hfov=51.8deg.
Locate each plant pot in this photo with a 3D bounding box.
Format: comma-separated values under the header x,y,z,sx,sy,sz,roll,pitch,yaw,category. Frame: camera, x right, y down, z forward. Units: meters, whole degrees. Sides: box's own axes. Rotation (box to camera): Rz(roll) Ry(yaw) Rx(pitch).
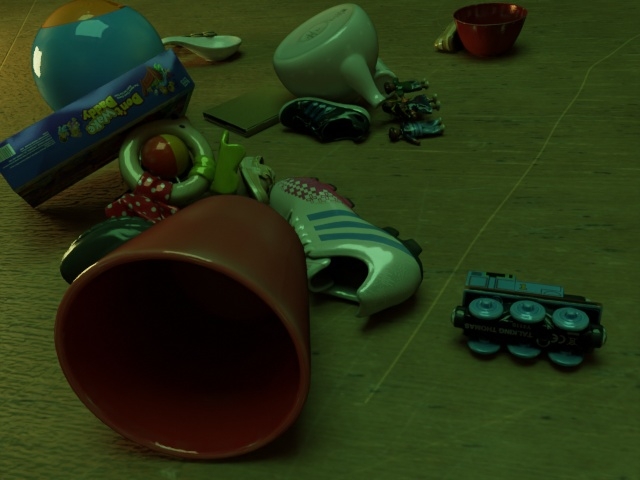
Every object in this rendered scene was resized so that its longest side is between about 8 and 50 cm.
x,y,z,sx,sy,sz,roll,pitch,yaw,category
-0.130,0.078,0.790,0.275,0.274,0.243,-1,25,9,plant pot

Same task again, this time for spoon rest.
x,y,z,sx,sy,sz,roll,pitch,yaw,category
-0.352,-0.531,1.824,0.276,0.084,0.137,-20,35,-16,spoon rest

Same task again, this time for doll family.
x,y,z,sx,sy,sz,roll,pitch,yaw,category
0.182,-0.270,1.368,0.111,0.076,0.193,-7,38,-8,doll family

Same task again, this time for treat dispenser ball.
x,y,z,sx,sy,sz,roll,pitch,yaw,category
-0.485,-0.385,1.462,0.288,0.288,0.288,-5,35,3,treat dispenser ball

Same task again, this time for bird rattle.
x,y,z,sx,sy,sz,roll,pitch,yaw,category
-0.262,-0.112,1.144,0.254,0.143,0.207,-28,75,-18,bird rattle

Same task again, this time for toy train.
x,y,z,sx,sy,sz,roll,pitch,yaw,category
0.261,0.094,0.831,0.184,0.080,0.105,6,31,18,toy train

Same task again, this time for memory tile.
x,y,z,sx,sy,sz,roll,pitch,yaw,category
-0.375,-0.590,1.934,0.148,0.012,0.113,-9,8,1,memory tile

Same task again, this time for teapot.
x,y,z,sx,sy,sz,roll,pitch,yaw,category
0.030,-0.384,1.459,0.253,0.187,0.256,-13,39,33,teapot

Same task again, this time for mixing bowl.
x,y,z,sx,sy,sz,roll,pitch,yaw,category
0.426,-0.527,1.666,0.182,0.098,0.181,-4,36,3,mixing bowl

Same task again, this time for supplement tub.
x,y,z,sx,sy,sz,roll,pitch,yaw,category
0.132,-0.377,1.530,0.071,0.071,0.107,-12,35,-6,supplement tub

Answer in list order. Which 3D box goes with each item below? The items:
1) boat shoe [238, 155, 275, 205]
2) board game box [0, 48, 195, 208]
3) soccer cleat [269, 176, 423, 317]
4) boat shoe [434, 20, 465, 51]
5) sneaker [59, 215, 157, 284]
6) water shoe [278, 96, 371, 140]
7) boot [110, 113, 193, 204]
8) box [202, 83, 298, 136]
x,y,z,sx,sy,sz,roll,pitch,yaw,category
-0.111,-0.115,1.206,0.059,0.063,0.170,-19,35,-6,boat shoe
-0.404,-0.196,1.197,0.347,0.078,0.233,-35,6,-15,board game box
0.000,0.000,0.976,0.143,0.116,0.331,-29,41,-29,soccer cleat
0.361,-0.561,1.760,0.072,0.068,0.190,6,36,38,boat shoe
-0.246,0.029,0.980,0.286,0.109,0.130,-10,30,-2,sneaker
0.001,-0.249,1.370,0.203,0.073,0.080,5,39,17,water shoe
-0.322,-0.134,1.207,0.077,0.137,0.198,17,42,30,boot
-0.143,-0.304,1.518,0.201,0.021,0.164,-33,42,-31,box
